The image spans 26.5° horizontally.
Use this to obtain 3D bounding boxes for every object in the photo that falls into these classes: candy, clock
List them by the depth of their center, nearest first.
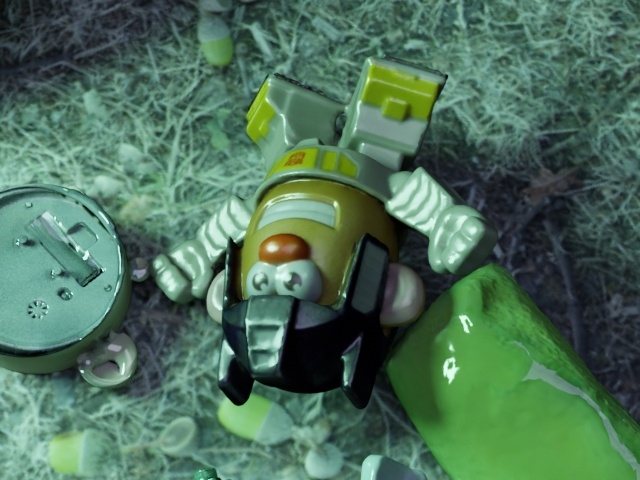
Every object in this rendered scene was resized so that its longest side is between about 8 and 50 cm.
[{"bbox_3d":[0.197,0.176,1.041,0.343,0.132,0.142,48,118,18],"label":"candy"},{"bbox_3d":[-0.232,0.029,1.119,0.156,0.063,0.229,-39,75,-14],"label":"clock"}]

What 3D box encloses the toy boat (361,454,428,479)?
[{"bbox_3d":[0.017,0.302,0.968,0.100,0.199,0.290,0,63,35],"label":"toy boat"}]

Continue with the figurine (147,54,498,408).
[{"bbox_3d":[0.004,0.001,1.075,0.143,0.308,0.308,29,65,-33],"label":"figurine"}]

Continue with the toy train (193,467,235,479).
[{"bbox_3d":[-0.069,0.234,1.030,0.050,0.081,0.122,-17,68,2],"label":"toy train"}]
